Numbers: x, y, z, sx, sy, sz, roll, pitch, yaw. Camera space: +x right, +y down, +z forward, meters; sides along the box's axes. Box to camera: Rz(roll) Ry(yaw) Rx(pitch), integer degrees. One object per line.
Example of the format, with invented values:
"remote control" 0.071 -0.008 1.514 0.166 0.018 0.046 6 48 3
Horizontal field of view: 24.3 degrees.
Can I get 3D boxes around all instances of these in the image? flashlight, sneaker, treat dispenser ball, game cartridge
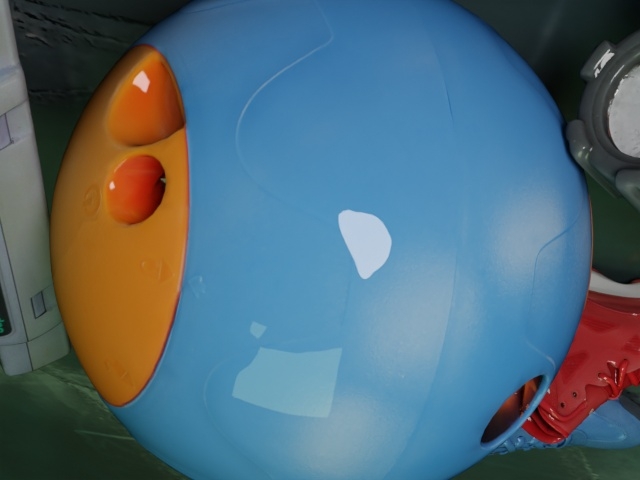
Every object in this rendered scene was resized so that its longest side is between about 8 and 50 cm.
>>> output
"flashlight" 0.247 -0.014 0.809 0.304 0.103 0.103 30 -174 -46
"sneaker" 0.205 0.090 0.996 0.221 0.128 0.087 10 148 11
"treat dispenser ball" 0.000 0.000 0.796 0.288 0.288 0.288 12 148 8
"sneaker" 0.149 0.142 1.152 0.209 0.082 0.069 15 147 0
"game cartridge" -0.210 -0.093 0.827 0.068 0.230 0.355 -15 150 -13
